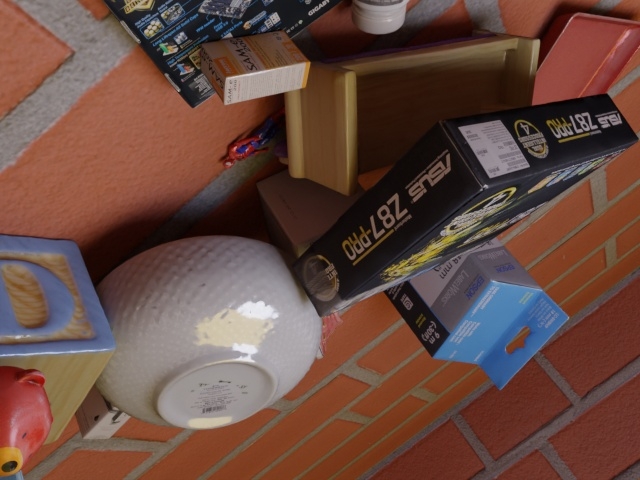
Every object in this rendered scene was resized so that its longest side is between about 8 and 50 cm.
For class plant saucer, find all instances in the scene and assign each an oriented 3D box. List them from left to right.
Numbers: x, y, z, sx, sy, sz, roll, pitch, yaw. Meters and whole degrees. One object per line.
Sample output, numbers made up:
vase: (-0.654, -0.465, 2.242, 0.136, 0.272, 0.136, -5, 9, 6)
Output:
plant saucer: (0.436, -0.288, 1.114, 0.259, 0.047, 0.258, -10, 141, -36)

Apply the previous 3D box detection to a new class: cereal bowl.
cereal bowl: (-0.151, 0.158, 0.867, 0.339, 0.141, 0.338, -12, 136, -12)

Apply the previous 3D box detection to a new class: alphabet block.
alphabet block: (-0.395, 0.124, 0.749, 0.193, 0.192, 0.197, 8, 129, -46)

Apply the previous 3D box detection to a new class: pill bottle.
pill bottle: (0.070, -0.311, 0.706, 0.078, 0.078, 0.137, -24, 147, -18)

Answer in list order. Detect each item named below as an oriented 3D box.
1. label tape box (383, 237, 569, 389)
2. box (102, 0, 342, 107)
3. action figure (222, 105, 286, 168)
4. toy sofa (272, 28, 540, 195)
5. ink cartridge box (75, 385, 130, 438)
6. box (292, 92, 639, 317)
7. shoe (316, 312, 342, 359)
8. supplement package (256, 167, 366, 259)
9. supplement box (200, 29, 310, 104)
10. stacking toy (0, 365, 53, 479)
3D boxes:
label tape box: (0.273, 0.105, 1.215, 0.106, 0.333, 0.240, -10, 140, -36)
box: (-0.095, -0.261, 0.642, 0.220, 0.051, 0.175, -36, 149, 2)
action figure: (-0.085, -0.135, 0.847, 0.115, 0.030, 0.038, -35, 154, 4)
toy sofa: (0.114, -0.192, 0.849, 0.363, 0.177, 0.150, -19, 122, -32)
ink cartridge box: (-0.352, 0.254, 1.050, 0.135, 0.099, 0.056, -45, 146, 15)
box: (0.195, -0.054, 0.833, 0.395, 0.097, 0.318, -18, 164, -42)
shoe: (0.009, 0.192, 1.342, 0.081, 0.063, 0.178, -24, 143, -8)
supplement package: (0.000, 0.000, 1.003, 0.134, 0.139, 0.244, -26, 149, -13)
supplement box: (-0.069, -0.185, 0.660, 0.099, 0.062, 0.036, -20, 148, -26)
stacking toy: (-0.309, 0.287, 0.611, 0.131, 0.279, 0.309, -14, 147, -28)
